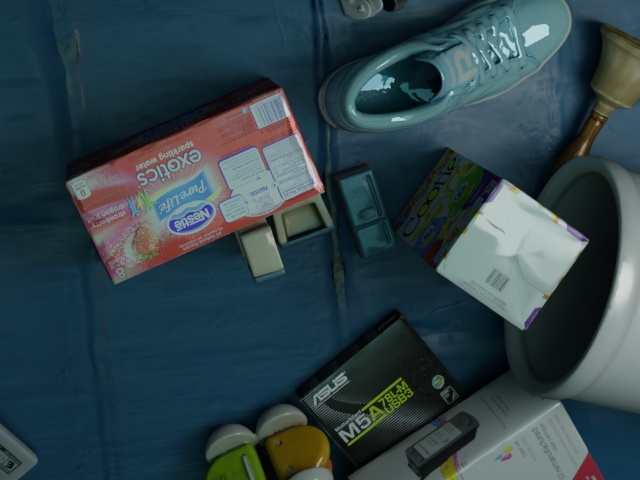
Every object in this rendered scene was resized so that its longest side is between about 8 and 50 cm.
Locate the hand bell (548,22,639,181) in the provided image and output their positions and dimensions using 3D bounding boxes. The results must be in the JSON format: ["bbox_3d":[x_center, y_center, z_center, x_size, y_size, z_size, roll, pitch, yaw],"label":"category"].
[{"bbox_3d":[0.379,-0.165,1.876,0.126,0.126,0.242,25,110,-14],"label":"hand bell"}]

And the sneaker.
[{"bbox_3d":[0.181,-0.225,1.788,0.366,0.150,0.135,-26,106,-3],"label":"sneaker"}]

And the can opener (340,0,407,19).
[{"bbox_3d":[0.026,-0.423,1.770,0.093,0.074,0.280,-35,111,-37],"label":"can opener"}]

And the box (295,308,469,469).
[{"bbox_3d":[0.093,0.226,1.925,0.191,0.045,0.184,-38,109,0],"label":"box"}]

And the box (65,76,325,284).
[{"bbox_3d":[-0.165,-0.081,1.763,0.300,0.142,0.154,-25,105,-3],"label":"box"}]

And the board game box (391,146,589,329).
[{"bbox_3d":[0.213,-0.010,1.775,0.144,0.275,0.142,34,94,-15],"label":"board game box"}]

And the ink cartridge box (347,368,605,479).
[{"bbox_3d":[0.230,0.353,1.912,0.306,0.131,0.226,-34,120,-3],"label":"ink cartridge box"}]

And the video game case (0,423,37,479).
[{"bbox_3d":[-0.533,0.291,1.817,0.206,0.026,0.227,-40,117,2],"label":"video game case"}]

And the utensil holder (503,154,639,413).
[{"bbox_3d":[0.491,0.086,1.823,0.385,0.327,0.327,13,100,-14],"label":"utensil holder"}]

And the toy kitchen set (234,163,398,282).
[{"bbox_3d":[0.000,0.000,1.797,0.207,0.166,0.122,-21,105,-5],"label":"toy kitchen set"}]

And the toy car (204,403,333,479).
[{"bbox_3d":[-0.068,0.330,1.884,0.182,0.159,0.136,-21,142,-6],"label":"toy car"}]
